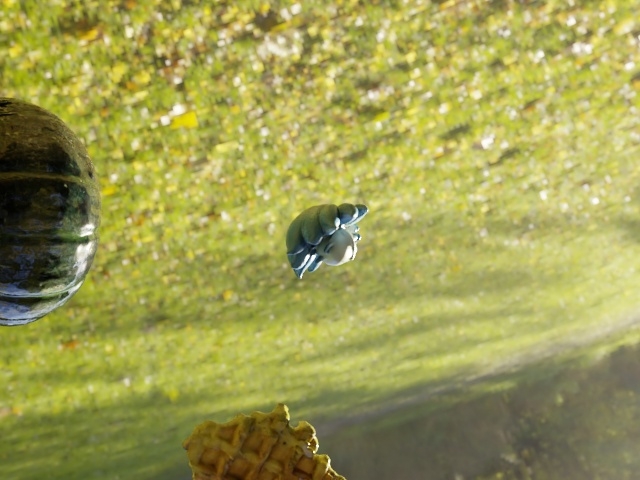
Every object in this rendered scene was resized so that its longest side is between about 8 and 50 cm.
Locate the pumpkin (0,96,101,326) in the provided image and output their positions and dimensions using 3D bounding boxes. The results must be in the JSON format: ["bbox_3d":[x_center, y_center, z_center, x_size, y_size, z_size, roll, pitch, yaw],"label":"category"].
[{"bbox_3d":[-0.350,-0.033,1.115,0.216,0.250,0.250,1,156,-25],"label":"pumpkin"}]

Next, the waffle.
[{"bbox_3d":[-0.098,0.340,1.328,0.291,0.291,0.051,-15,-166,-10],"label":"waffle"}]

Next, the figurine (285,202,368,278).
[{"bbox_3d":[0.000,0.000,1.197,0.114,0.079,0.114,-36,173,-5],"label":"figurine"}]
